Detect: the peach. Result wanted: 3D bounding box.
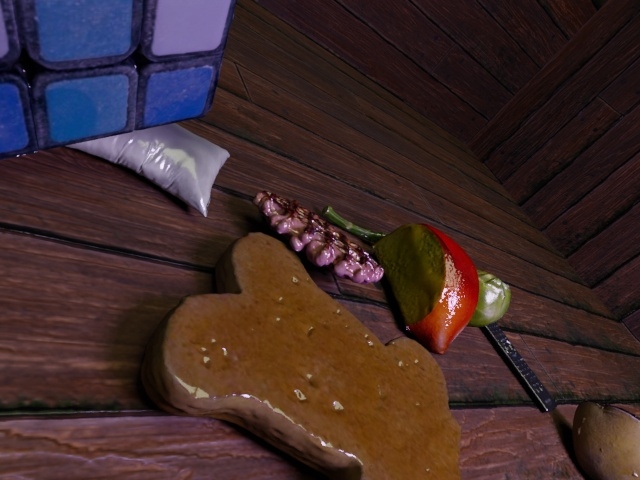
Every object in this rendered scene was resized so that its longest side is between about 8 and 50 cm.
[{"bbox_3d":[0.227,0.085,0.913,0.158,0.154,0.267,25,31,-33],"label":"peach"}]

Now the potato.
[{"bbox_3d":[0.568,0.425,0.920,0.117,0.182,0.202,-31,61,-18],"label":"potato"}]

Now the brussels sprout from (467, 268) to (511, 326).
[{"bbox_3d":[0.325,0.127,1.027,0.149,0.122,0.151,34,-8,-27],"label":"brussels sprout"}]

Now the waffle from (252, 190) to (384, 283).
[{"bbox_3d":[0.000,0.000,0.792,0.221,0.055,0.234,42,14,34],"label":"waffle"}]

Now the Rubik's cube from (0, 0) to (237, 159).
[{"bbox_3d":[-0.309,-0.333,0.488,0.358,0.362,0.363,-23,67,-32],"label":"Rubik's cube"}]

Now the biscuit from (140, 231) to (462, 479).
[{"bbox_3d":[0.000,0.180,0.568,0.394,0.076,0.368,37,27,-5],"label":"biscuit"}]

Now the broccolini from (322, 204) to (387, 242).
[{"bbox_3d":[0.101,-0.017,1.014,0.239,0.054,0.051,25,-4,-26],"label":"broccolini"}]

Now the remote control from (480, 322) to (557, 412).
[{"bbox_3d":[0.436,0.271,1.065,0.063,0.025,0.245,7,44,-48],"label":"remote control"}]

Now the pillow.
[{"bbox_3d":[-0.255,-0.136,0.675,0.254,0.078,0.144,28,40,-26],"label":"pillow"}]
